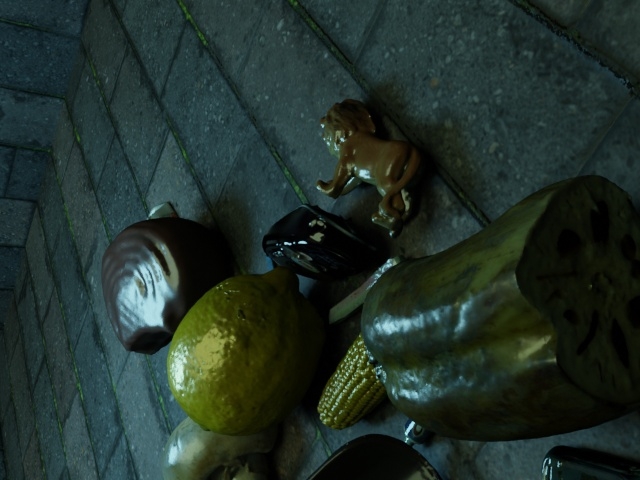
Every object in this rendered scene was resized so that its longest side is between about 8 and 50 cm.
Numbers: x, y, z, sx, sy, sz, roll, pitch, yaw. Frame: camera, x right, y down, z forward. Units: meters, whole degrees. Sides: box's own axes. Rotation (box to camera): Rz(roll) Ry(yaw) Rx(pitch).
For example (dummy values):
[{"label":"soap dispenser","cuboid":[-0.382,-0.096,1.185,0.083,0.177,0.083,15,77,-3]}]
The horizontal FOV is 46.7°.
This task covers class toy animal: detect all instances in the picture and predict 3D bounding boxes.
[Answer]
[{"label":"toy animal","cuboid":[0.077,-0.122,1.137,0.312,0.097,0.157,34,108,51]}]

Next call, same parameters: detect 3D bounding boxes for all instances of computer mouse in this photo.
[{"label":"computer mouse","cuboid":[0.000,0.000,1.201,0.233,0.137,0.096,-10,57,57]}]

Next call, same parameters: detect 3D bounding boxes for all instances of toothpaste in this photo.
[{"label":"toothpaste","cuboid":[0.161,0.217,1.015,0.057,0.035,0.197,44,121,31]}]

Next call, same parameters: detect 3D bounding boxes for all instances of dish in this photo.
[{"label":"dish","cuboid":[-0.408,0.000,1.864,0.234,0.064,0.154,50,126,48]}]

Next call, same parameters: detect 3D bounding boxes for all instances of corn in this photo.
[{"label":"corn","cuboid":[0.073,0.192,1.099,0.091,0.091,0.260,-93,26,-45]}]

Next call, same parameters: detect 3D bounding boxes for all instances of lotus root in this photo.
[{"label":"lotus root","cuboid":[0.189,0.093,0.812,0.346,0.250,0.250,-28,63,52]}]

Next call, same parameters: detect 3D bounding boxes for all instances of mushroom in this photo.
[{"label":"mushroom","cuboid":[-0.195,0.416,1.379,0.195,0.189,0.254,57,135,46]}]

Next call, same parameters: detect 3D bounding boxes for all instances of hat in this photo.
[{"label":"hat","cuboid":[0.048,0.439,1.070,0.336,0.209,0.238,-42,61,1]}]

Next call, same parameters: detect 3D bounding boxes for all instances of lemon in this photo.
[{"label":"lemon","cuboid":[-0.125,0.187,1.256,0.320,0.245,0.245,-60,39,11]}]

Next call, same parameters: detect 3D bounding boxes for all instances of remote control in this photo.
[{"label":"remote control","cuboid":[0.319,0.266,0.761,0.222,0.042,0.072,6,93,57]}]

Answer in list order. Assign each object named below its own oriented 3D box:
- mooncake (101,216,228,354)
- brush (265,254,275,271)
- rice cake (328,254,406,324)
[{"label":"mooncake","cuboid":[-0.356,0.108,1.638,0.326,0.174,0.334,23,107,40]},{"label":"brush","cuboid":[-0.085,0.088,1.414,0.051,0.014,0.164,-43,51,43]},{"label":"rice cake","cuboid":[0.072,0.081,1.165,0.207,0.033,0.033,-43,61,46]}]
